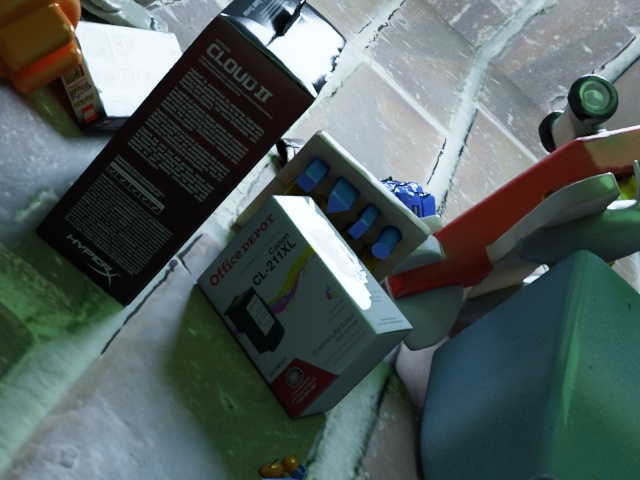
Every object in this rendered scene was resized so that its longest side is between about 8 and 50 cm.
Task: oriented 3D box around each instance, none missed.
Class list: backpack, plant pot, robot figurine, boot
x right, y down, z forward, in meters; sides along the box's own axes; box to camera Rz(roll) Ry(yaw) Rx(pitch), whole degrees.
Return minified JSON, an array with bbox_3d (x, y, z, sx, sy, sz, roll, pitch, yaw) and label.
[{"bbox_3d":[0.081,-0.034,1.517,0.120,0.101,0.098,1,84,-50],"label":"backpack"},{"bbox_3d":[0.245,0.216,1.214,0.248,0.247,0.252,40,41,-10],"label":"plant pot"},{"bbox_3d":[-0.321,-0.250,1.188,0.219,0.128,0.158,51,23,18],"label":"robot figurine"},{"bbox_3d":[-0.013,-0.085,1.560,0.087,0.042,0.118,16,33,-39],"label":"boot"}]

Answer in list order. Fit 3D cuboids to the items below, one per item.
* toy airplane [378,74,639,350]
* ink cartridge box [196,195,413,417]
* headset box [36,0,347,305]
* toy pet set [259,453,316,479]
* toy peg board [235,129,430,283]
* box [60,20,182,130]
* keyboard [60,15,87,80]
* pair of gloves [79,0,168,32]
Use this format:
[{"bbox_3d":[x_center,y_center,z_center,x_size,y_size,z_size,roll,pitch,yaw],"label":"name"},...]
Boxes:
[{"bbox_3d":[0.252,0.020,1.415,0.272,0.384,0.386,53,30,8],"label":"toy airplane"},{"bbox_3d":[-0.019,0.061,1.159,0.175,0.127,0.072,52,25,21],"label":"ink cartridge box"},{"bbox_3d":[-0.100,-0.110,1.102,0.110,0.293,0.218,41,23,-9],"label":"headset box"},{"bbox_3d":[-0.006,0.214,0.987,0.114,0.065,0.122,15,36,-51],"label":"toy pet set"},{"bbox_3d":[0.000,0.000,1.281,0.161,0.160,0.079,42,37,-5],"label":"toy peg board"},{"bbox_3d":[-0.208,-0.178,1.335,0.207,0.036,0.114,-10,77,-64],"label":"box"},{"bbox_3d":[-0.297,-0.237,1.326,0.192,0.038,0.100,61,30,1],"label":"keyboard"},{"bbox_3d":[-0.284,-0.344,1.544,0.204,0.042,0.240,34,25,-32],"label":"pair of gloves"}]
